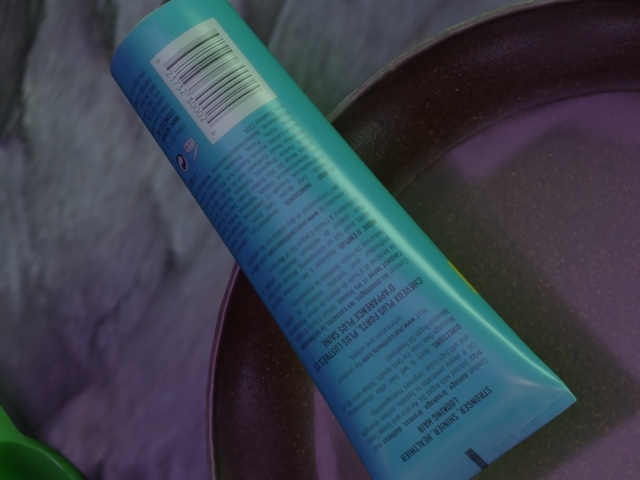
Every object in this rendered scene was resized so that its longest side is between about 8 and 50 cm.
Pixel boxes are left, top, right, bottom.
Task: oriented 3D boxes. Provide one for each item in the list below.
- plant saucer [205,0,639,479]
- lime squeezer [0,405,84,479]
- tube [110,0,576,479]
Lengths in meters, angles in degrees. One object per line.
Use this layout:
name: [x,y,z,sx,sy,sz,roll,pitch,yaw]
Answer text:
plant saucer: [0.103,0.066,0.621,0.310,0.050,0.311,-3,83,26]
lime squeezer: [-0.130,0.138,0.737,0.110,0.058,0.310,-31,71,52]
tube: [0.000,0.000,0.628,0.080,0.052,0.207,-42,74,22]
